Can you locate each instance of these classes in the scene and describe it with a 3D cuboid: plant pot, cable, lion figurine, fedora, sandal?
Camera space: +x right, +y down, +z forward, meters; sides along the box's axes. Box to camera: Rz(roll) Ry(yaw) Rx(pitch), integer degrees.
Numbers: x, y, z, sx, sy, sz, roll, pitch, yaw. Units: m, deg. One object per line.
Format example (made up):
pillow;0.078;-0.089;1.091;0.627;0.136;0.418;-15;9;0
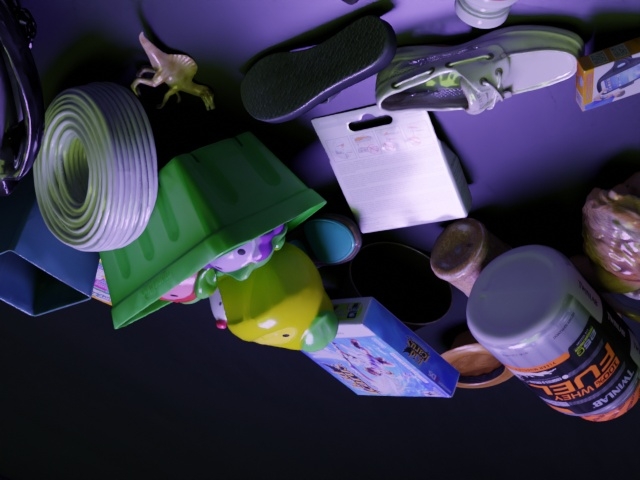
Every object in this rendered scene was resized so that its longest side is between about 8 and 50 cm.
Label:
plant pot;-0.475;-0.021;1.434;0.166;0.234;0.165;-17;139;34
cable;-0.344;-0.111;1.260;0.089;0.257;0.257;-8;-157;-42
lion figurine;0.492;0.045;1.392;0.240;0.142;0.392;19;151;-1
fedora;0.333;0.248;1.798;0.194;0.079;0.194;3;142;3
sandal;-0.003;-0.223;1.143;0.255;0.097;0.054;-14;168;33

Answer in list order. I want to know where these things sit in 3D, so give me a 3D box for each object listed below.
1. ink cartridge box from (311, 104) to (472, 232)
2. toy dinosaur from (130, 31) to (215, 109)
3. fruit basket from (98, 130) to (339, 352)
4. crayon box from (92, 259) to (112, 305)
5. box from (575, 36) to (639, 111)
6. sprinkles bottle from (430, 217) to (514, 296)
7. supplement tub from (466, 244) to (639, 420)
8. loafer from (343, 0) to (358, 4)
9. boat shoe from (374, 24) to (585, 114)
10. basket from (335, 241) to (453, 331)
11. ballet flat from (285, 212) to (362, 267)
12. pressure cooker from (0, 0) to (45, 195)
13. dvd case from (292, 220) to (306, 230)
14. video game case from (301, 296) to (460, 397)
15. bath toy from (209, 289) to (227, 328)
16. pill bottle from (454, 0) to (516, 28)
ink cartridge box;0.116;-0.124;1.319;0.189;0.066;0.232;-9;123;26
toy dinosaur;-0.228;-0.246;1.209;0.093;0.053;0.183;-25;144;20
fruit basket;-0.142;0.055;1.346;0.392;0.283;0.392;19;121;34
crayon box;-0.471;0.027;1.650;0.278;0.081;0.165;29;143;-28
box;0.395;-0.219;1.064;0.136;0.028;0.081;-17;147;5
sprinkles bottle;0.353;0.092;1.509;0.355;0.121;0.121;33;141;-33
supplement tub;0.398;0.163;1.377;0.194;0.193;0.316;-20;134;38
loafer;0.039;-0.353;0.930;0.078;0.080;0.220;15;147;-10
boat shoe;0.206;-0.208;1.099;0.277;0.096;0.098;-6;141;20
basket;0.111;0.122;1.598;0.204;0.154;0.227;21;150;-10
ballet flat;0.000;0.000;1.487;0.280;0.096;0.095;-20;96;51
pressure cooker;-0.555;-0.222;1.030;0.421;0.375;0.370;5;178;6
dvd case;-0.161;-0.057;1.501;0.221;0.018;0.164;30;141;-30
video game case;0.081;0.204;1.547;0.244;0.061;0.269;-8;139;48
bath toy;-0.073;0.162;1.721;0.348;0.129;0.151;22;146;-19
pill bottle;0.198;-0.320;0.936;0.087;0.087;0.160;9;148;1
